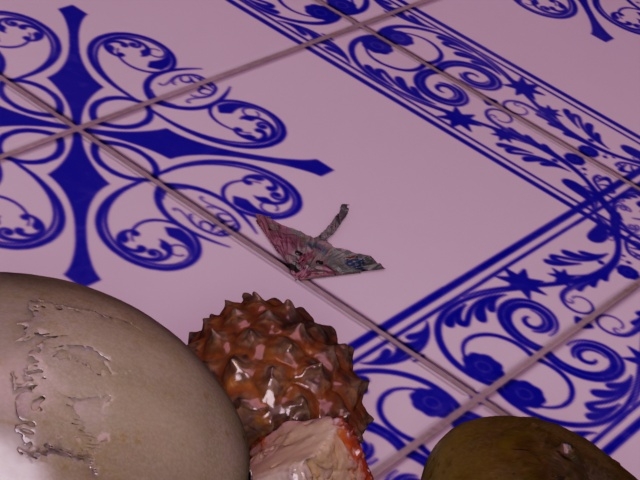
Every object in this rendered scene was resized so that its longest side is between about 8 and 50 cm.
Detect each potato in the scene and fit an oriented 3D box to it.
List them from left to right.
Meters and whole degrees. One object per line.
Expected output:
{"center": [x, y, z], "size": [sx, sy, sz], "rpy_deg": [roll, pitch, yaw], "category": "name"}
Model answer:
{"center": [0.176, 0.249, 1.231], "size": [0.210, 0.173, 0.307], "rpy_deg": [-6, 37, -29], "category": "potato"}

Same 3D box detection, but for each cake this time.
{"center": [-0.003, 0.241, 1.221], "size": [0.117, 0.220, 0.086], "rpy_deg": [-12, 15, 35], "category": "cake"}

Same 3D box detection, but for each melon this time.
{"center": [-0.193, 0.152, 1.100], "size": [0.330, 0.268, 0.268], "rpy_deg": [14, 32, -11], "category": "melon"}

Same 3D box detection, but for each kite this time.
{"center": [0.000, 0.000, 1.679], "size": [0.139, 0.011, 0.156], "rpy_deg": [25, 33, 8], "category": "kite"}

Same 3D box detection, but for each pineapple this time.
{"center": [-0.040, 0.117, 1.345], "size": [0.166, 0.166, 0.193], "rpy_deg": [9, 33, -14], "category": "pineapple"}
